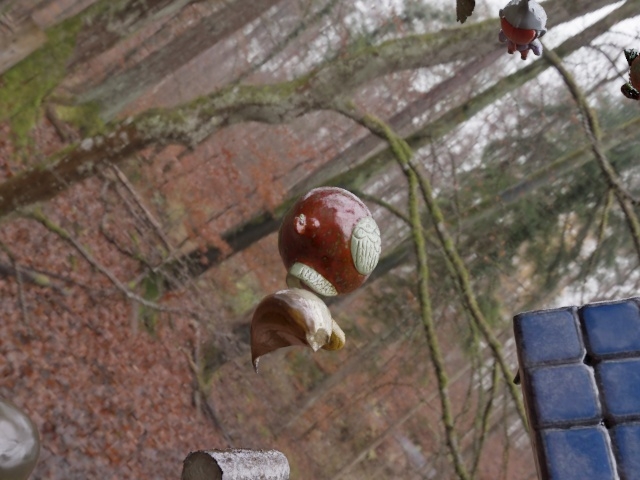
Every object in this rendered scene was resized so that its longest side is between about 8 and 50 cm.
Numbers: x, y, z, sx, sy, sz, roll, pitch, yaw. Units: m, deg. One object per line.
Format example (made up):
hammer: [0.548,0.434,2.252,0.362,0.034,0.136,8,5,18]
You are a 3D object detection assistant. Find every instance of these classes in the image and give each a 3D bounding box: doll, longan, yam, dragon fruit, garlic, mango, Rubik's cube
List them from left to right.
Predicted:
longan: [-0.681,0.416,1.319,0.248,0.248,0.248,48,-9,11]
yam: [-0.194,0.551,1.558,0.131,0.131,0.279,44,11,34]
garlic: [-0.057,0.151,1.255,0.206,0.115,0.128,-29,-92,45]
mango: [0.015,0.234,1.671,0.114,0.079,0.057,37,5,-20]
doll: [0.395,-0.420,1.306,0.102,0.075,0.227,28,-6,19]
Rubik's cube: [0.462,0.293,0.900,0.344,0.337,0.345,60,26,-55]
dragon fruit: [0.627,-0.271,1.215,0.175,0.138,0.142,51,25,-40]

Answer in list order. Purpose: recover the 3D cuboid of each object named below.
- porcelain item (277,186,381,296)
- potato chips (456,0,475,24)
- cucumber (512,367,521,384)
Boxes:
porcelain item: [0.000,0.000,1.446,0.253,0.253,0.253,48,-9,11]
potato chips: [0.244,-0.512,1.164,0.059,0.229,0.167,-2,-7,25]
cucumber: [0.404,0.214,1.248,0.034,0.135,0.033,26,1,10]
